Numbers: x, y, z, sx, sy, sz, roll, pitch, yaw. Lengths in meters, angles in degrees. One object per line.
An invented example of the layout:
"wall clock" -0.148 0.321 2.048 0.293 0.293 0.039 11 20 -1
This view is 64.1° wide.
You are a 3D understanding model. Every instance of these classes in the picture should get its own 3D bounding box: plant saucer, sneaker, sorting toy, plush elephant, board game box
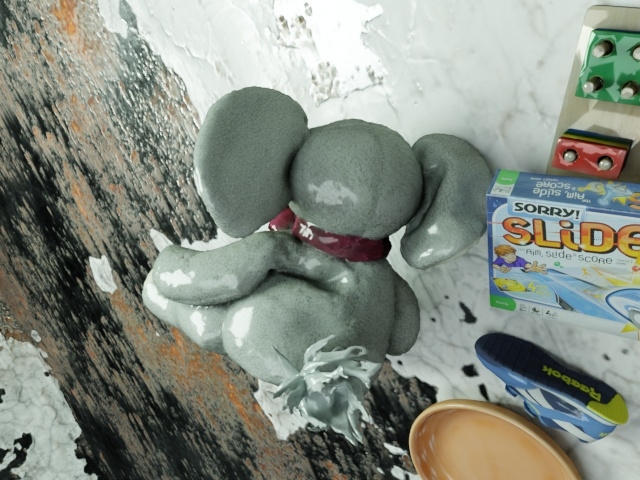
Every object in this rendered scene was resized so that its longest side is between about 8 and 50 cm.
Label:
"plant saucer" 0.198 0.261 0.583 0.200 0.037 0.199 19 125 30
"sneaker" 0.212 0.145 0.497 0.144 0.053 0.059 32 132 24
"sorting toy" 0.235 -0.094 0.350 0.132 0.046 0.274 21 125 30
"plush elephant" 0.000 0.000 0.477 0.272 0.255 0.330 20 176 -16
"board game box" 0.232 0.019 0.384 0.201 0.035 0.136 11 139 30
